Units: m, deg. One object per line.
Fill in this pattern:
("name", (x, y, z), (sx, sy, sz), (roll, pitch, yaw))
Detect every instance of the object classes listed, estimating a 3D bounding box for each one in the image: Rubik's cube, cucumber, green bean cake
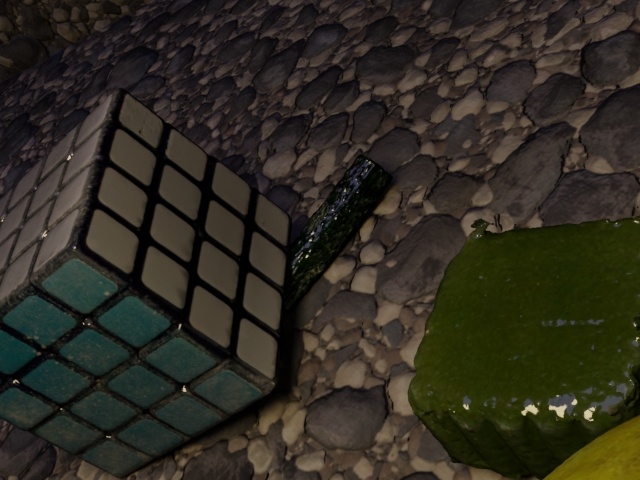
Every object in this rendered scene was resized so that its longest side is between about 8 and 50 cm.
("Rubik's cube", (-0.276, 0.069, 1.286), (0.344, 0.337, 0.344), (-36, 33, 29))
("cucumber", (0.000, 0.000, 1.379), (0.294, 0.067, 0.067), (-53, 36, -10))
("green bean cake", (0.240, 0.111, 0.948), (0.249, 0.156, 0.247), (-8, 48, 38))

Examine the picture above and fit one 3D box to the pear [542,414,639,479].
("pear", (0.272, 0.270, 0.557), (0.413, 0.352, 0.352), (-13, 22, -31))
